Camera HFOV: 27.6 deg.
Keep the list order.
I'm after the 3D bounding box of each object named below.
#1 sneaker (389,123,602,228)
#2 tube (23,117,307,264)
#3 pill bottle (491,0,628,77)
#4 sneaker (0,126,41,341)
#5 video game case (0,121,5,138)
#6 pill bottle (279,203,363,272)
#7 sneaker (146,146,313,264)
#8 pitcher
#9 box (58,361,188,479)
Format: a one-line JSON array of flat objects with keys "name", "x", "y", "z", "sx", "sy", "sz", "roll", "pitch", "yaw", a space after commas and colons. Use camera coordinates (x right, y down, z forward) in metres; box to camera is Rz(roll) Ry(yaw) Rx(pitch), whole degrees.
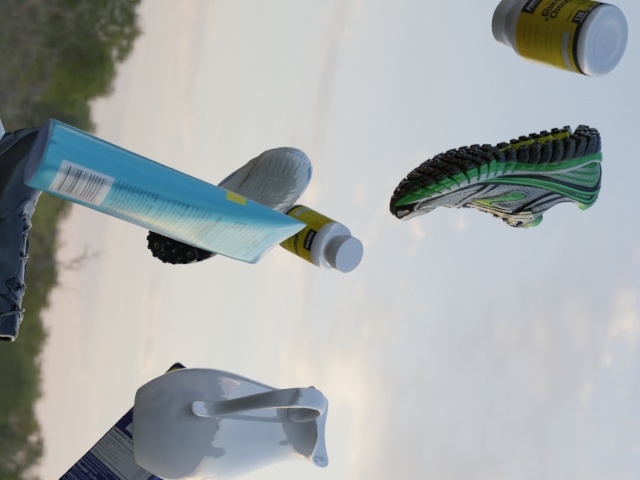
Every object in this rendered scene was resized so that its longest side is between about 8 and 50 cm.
[{"name": "sneaker", "x": 0.277, "y": -0.075, "z": 2.043, "sx": 0.134, "sy": 0.344, "sz": 0.146, "roll": -88, "pitch": 167, "yaw": -73}, {"name": "tube", "x": -0.119, "y": -0.030, "z": 0.988, "sx": 0.080, "sy": 0.207, "sz": 0.052, "roll": -32, "pitch": -138, "yaw": 53}, {"name": "pill bottle", "x": 0.333, "y": -0.296, "z": 1.842, "sx": 0.184, "sy": 0.103, "sz": 0.103, "roll": 23, "pitch": -73, "yaw": 45}, {"name": "sneaker", "x": -0.317, "y": 0.025, "z": 1.220, "sx": 0.286, "sy": 0.130, "sz": 0.109, "roll": -56, "pitch": 171, "yaw": -8}, {"name": "video game case", "x": -0.313, "y": -0.115, "z": 0.855, "sx": 0.244, "sy": 0.061, "sz": 0.269, "roll": -74, "pitch": 159, "yaw": -50}, {"name": "pill bottle", "x": 0.000, "y": 0.000, "z": 1.669, "sx": 0.116, "sy": 0.065, "sz": 0.065, "roll": 26, "pitch": -69, "yaw": 44}, {"name": "sneaker", "x": -0.112, "y": -0.040, "z": 1.665, "sx": 0.085, "sy": 0.237, "sz": 0.086, "roll": 60, "pitch": 9, "yaw": -1}, {"name": "pitcher", "x": -0.095, "y": 0.189, "z": 1.383, "sx": 0.177, "sy": 0.207, "sz": 0.125, "roll": 89, "pitch": 1, "yaw": -64}, {"name": "box", "x": -0.227, "y": 0.272, "z": 1.727, "sx": 0.225, "sy": 0.036, "sz": 0.136, "roll": -46, "pitch": -139, "yaw": -14}]
